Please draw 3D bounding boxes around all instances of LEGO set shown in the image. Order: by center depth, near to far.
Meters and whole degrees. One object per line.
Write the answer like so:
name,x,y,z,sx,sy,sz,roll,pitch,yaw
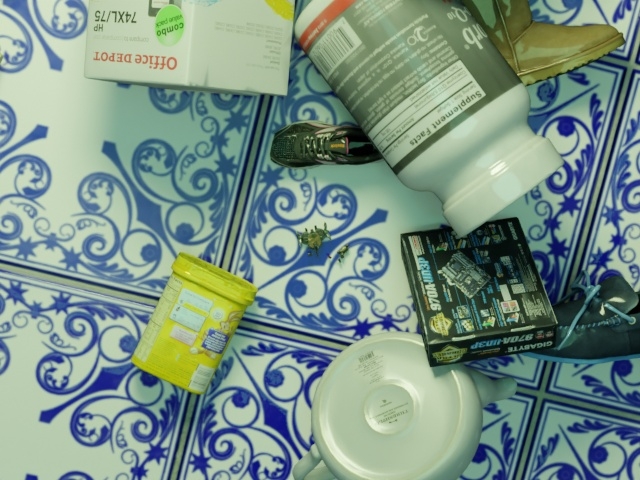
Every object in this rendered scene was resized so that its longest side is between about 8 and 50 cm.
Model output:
LEGO set,0.000,0.003,1.727,0.054,0.023,0.083,-45,110,4

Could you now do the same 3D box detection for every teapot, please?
teapot,0.112,0.260,1.684,0.256,0.187,0.252,17,75,21

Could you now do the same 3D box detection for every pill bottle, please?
pill bottle,0.147,-0.197,1.591,0.210,0.210,0.363,-36,88,1

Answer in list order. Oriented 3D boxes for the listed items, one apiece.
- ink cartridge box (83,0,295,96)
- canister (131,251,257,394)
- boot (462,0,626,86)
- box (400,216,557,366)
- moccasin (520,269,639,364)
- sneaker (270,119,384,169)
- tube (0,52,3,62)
ink cartridge box,-0.164,-0.331,1.556,0.198,0.197,0.270,9,97,37
canister,-0.182,0.119,1.701,0.126,0.073,0.170,26,96,-5
boot,0.277,-0.353,1.668,0.236,0.089,0.269,-20,96,-1
box,0.214,0.066,1.650,0.175,0.220,0.051,-9,133,-2
moccasin,0.418,0.099,1.710,0.342,0.138,0.117,-3,110,-15
sneaker,0.017,-0.137,1.681,0.178,0.077,0.072,-6,96,-2
tube,-0.546,-0.313,1.641,0.240,0.062,0.070,44,91,-7
